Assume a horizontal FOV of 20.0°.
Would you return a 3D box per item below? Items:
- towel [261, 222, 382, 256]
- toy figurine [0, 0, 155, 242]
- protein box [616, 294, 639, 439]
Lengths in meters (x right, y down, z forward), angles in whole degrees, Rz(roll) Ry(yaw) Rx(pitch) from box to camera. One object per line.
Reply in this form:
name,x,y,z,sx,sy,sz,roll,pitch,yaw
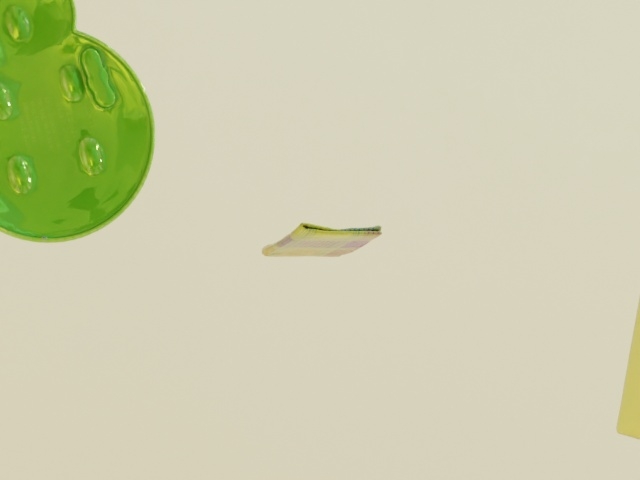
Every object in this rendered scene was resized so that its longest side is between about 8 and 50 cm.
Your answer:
towel,0.000,0.000,1.182,0.060,0.083,0.009,1,-101,-19
toy figurine,-0.190,-0.085,1.149,0.130,0.159,0.173,-17,-84,-16
protein box,0.371,0.075,1.471,0.201,0.200,0.136,14,-163,26
